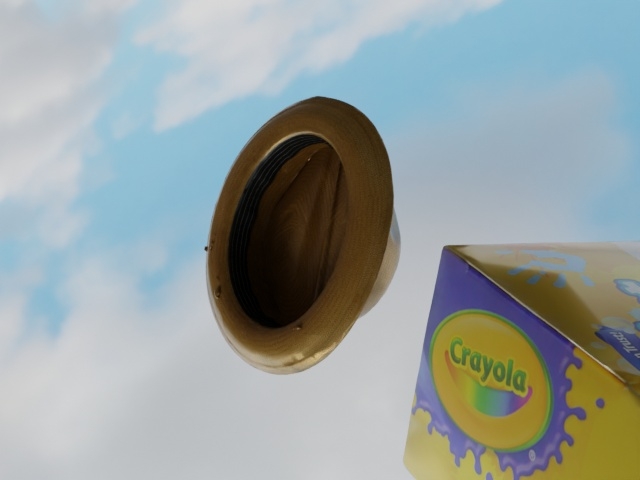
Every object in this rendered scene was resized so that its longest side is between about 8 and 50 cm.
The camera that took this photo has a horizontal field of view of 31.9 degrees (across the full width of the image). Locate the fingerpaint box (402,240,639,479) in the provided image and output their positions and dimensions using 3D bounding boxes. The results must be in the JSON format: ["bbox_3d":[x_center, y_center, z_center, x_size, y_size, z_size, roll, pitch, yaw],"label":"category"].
[{"bbox_3d":[0.309,0.149,0.566,0.371,0.163,0.445,-1,-159,-25],"label":"fingerpaint box"}]

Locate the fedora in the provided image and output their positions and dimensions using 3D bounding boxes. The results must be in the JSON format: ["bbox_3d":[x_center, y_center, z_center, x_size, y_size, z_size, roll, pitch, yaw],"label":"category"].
[{"bbox_3d":[0.000,0.000,0.785,0.194,0.079,0.194,-13,-108,43],"label":"fedora"}]
